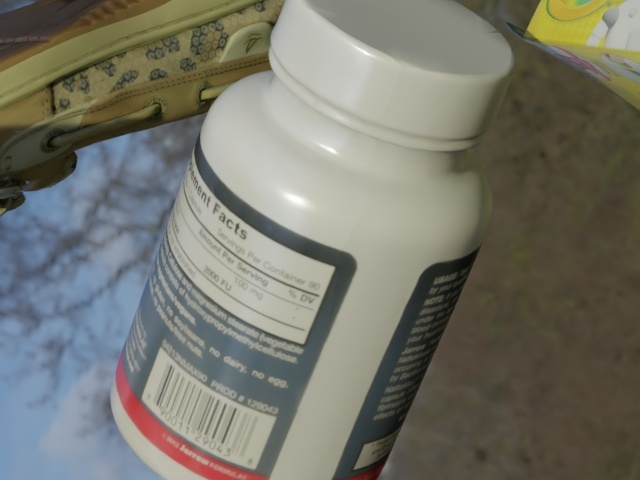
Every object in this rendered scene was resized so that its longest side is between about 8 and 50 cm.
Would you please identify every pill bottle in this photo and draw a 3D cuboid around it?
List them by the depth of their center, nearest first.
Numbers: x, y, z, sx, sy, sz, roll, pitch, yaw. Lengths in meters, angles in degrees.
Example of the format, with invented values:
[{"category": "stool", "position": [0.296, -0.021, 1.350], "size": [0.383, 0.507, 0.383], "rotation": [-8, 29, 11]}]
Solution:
[{"category": "pill bottle", "position": [0.000, 0.000, 0.694], "size": [0.108, 0.108, 0.180], "rotation": [-65, -2, -63]}]

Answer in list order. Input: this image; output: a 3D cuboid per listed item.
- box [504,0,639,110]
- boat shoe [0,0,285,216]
[{"category": "box", "position": [0.152, -0.060, 0.691], "size": [0.179, 0.105, 0.043], "rotation": [14, 78, 59]}, {"category": "boat shoe", "position": [-0.107, -0.062, 0.875], "size": [0.104, 0.285, 0.089], "rotation": [18, 131, 58]}]
